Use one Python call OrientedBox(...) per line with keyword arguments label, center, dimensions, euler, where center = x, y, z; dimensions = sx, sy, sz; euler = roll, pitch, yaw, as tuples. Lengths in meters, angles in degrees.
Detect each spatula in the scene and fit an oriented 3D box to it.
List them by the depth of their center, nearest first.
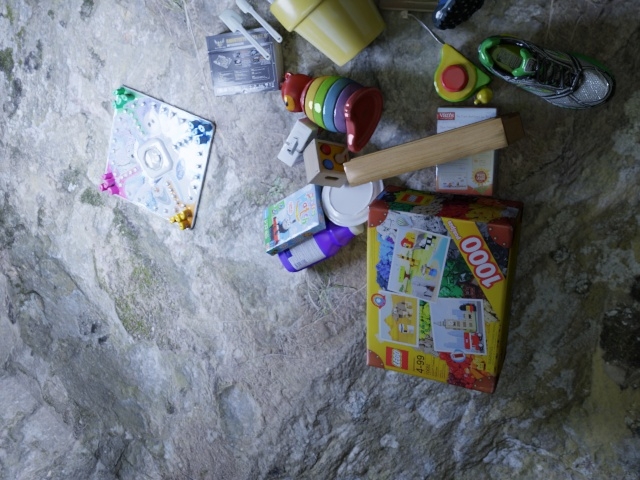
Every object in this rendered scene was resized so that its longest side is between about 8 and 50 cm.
OrientedBox(label="spatula", center=(-0.174, -0.640, 1.823), dimensions=(0.168, 0.019, 0.242), euler=(-46, 67, 11))

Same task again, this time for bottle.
OrientedBox(label="bottle", center=(0.000, 0.000, 1.950), dimensions=(0.283, 0.092, 0.118), euler=(-27, 97, 29))

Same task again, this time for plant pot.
OrientedBox(label="plant pot", center=(0.038, -0.602, 1.672), dimensions=(0.254, 0.254, 0.239), euler=(-36, 106, 29))

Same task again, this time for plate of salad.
OrientedBox(label="plate of salad", center=(0.096, -0.133, 1.867), dimensions=(0.200, 0.048, 0.199), euler=(-8, 71, 25))

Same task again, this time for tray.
OrientedBox(label="tray", center=(0.284, -0.230, 1.609), dimensions=(0.411, 0.203, 0.076), euler=(-12, 99, 31))

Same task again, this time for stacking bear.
OrientedBox(label="stacking bear", center=(0.013, -0.389, 1.788), dimensions=(0.289, 0.164, 0.175), euler=(24, 146, 28))

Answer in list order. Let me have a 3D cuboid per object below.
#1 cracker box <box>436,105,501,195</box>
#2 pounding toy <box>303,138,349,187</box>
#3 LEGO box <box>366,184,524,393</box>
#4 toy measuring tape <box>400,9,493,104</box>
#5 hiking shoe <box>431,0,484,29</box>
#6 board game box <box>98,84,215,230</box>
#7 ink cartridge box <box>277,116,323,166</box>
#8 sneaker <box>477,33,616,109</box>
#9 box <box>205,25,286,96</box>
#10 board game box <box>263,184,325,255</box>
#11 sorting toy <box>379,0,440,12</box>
OrientedBox(label="cracker box", center=(0.395, -0.242, 1.706), dimensions=(0.156, 0.067, 0.232), euler=(7, 110, 25))
OrientedBox(label="pounding toy", center=(0.039, -0.234, 1.831), dimensions=(0.100, 0.141, 0.130), euler=(-41, 51, 50))
OrientedBox(label="LEGO box", center=(0.329, 0.127, 1.747), dimensions=(0.373, 0.193, 0.499), euler=(9, 117, 22))
OrientedBox(label="toy measuring tape", center=(0.309, -0.457, 1.657), dimensions=(0.330, 0.121, 0.121), euler=(44, 118, 11))
OrientedBox(label="hiking shoe", center=(0.360, -0.664, 1.554), dimensions=(0.132, 0.113, 0.304), euler=(51, 122, 31))
OrientedBox(label="board game box", center=(-0.566, -0.274, 2.148), dimensions=(0.390, 0.050, 0.389), euler=(24, 115, 16))
OrientedBox(label="ink cartridge box", center=(-0.057, -0.292, 1.881), dimensions=(0.056, 0.099, 0.135), euler=(37, 118, 9))
OrientedBox(label="sneaker", center=(0.538, -0.404, 1.547), dimensions=(0.344, 0.146, 0.134), euler=(22, 114, 16))
OrientedBox(label="box", center=(-0.223, -0.532, 1.906), dimensions=(0.231, 0.056, 0.182), euler=(-1, 104, 25))
OrientedBox(label="board game box", center=(-0.084, -0.065, 1.947), dimensions=(0.212, 0.039, 0.160), euler=(-27, 52, 28))
OrientedBox(label="sorting toy", center=(0.239, -0.696, 1.648), dimensions=(0.348, 0.047, 0.195), euler=(11, 110, 22))
